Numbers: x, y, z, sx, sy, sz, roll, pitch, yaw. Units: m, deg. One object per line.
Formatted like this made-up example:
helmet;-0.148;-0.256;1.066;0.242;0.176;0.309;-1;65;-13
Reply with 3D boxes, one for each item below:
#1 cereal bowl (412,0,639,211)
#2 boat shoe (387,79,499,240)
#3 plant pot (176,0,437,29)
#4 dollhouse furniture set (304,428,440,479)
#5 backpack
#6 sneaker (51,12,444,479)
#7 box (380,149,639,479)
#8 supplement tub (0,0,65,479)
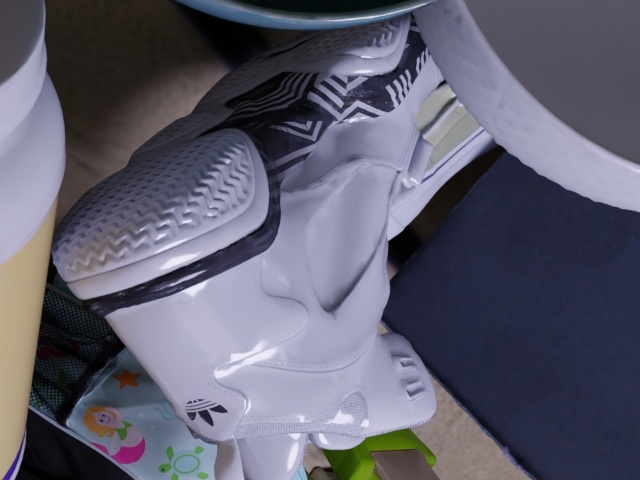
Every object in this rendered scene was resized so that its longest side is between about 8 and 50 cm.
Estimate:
cereal bowl;0.200;-0.166;1.218;0.339;0.339;0.141;-22;168;-23
boat shoe;0.053;-0.086;1.362;0.302;0.109;0.094;-36;131;-20
plant pot;-0.022;-0.236;0.995;0.290;0.290;0.195;-30;-179;-12
dollhouse furniture set;-0.023;0.312;1.680;0.197;0.151;0.302;3;128;-44
backpack;-0.121;0.140;1.311;0.191;0.253;0.225;-46;150;-26
sneaker;0.000;0.000;1.199;0.366;0.137;0.210;-43;114;-46
box;0.366;0.009;1.492;0.480;0.297;0.472;-49;155;7
supplement tub;-0.262;0.003;1.034;0.241;0.241;0.331;-16;139;-30
